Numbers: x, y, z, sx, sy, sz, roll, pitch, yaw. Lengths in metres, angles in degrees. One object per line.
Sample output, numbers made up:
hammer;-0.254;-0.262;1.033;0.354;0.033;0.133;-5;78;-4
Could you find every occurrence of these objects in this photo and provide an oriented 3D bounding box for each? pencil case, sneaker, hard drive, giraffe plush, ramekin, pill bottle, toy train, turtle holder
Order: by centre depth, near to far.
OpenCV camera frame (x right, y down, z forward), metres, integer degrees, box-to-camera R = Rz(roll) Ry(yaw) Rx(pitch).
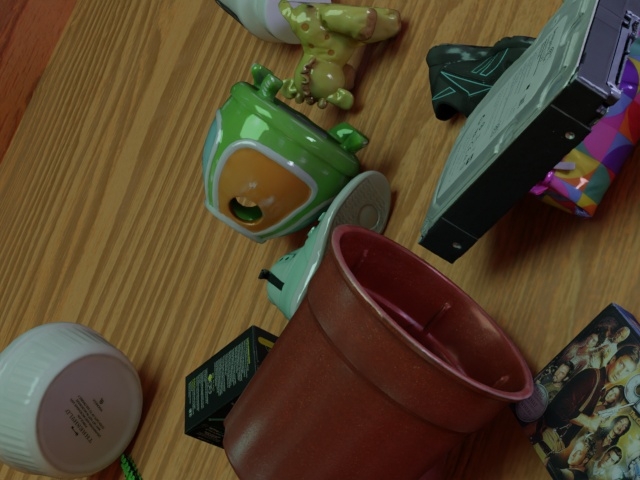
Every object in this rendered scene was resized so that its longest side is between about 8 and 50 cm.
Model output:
pencil case;0.328;-0.137;1.200;0.236;0.104;0.104;-59;33;-2
hard drive;0.242;-0.146;1.200;0.339;0.064;0.237;-50;11;52
sneaker;0.247;-0.217;1.398;0.267;0.101;0.106;7;90;56
sneaker;-0.001;0.000;1.536;0.256;0.094;0.151;-60;30;-4
turtle holder;-0.084;-0.134;1.616;0.227;0.243;0.320;-56;34;7
giraffe plush;0.018;-0.308;1.712;0.181;0.210;0.170;25;114;54
toy train;-0.322;0.390;1.729;0.083;0.017;0.023;40;109;57
ramekin;-0.424;0.279;1.740;0.127;0.273;0.272;10;73;42
pill bottle;-0.097;-0.481;1.966;0.176;0.176;0.318;-54;33;9

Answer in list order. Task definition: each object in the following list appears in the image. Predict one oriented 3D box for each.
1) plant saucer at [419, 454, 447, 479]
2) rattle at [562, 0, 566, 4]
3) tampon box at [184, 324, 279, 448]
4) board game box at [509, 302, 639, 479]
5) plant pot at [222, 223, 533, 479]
plant saucer;0.069;0.209;1.322;0.259;0.048;0.258;-7;59;50
rattle;0.386;-0.328;1.312;0.199;0.143;0.130;-117;23;-50
tampon box;-0.101;0.218;1.472;0.161;0.120;0.101;-38;39;30
board game box;0.303;0.197;1.022;0.165;0.042;0.243;-48;34;16
plant pot;0.045;0.170;1.132;0.265;0.272;0.272;-52;33;17
